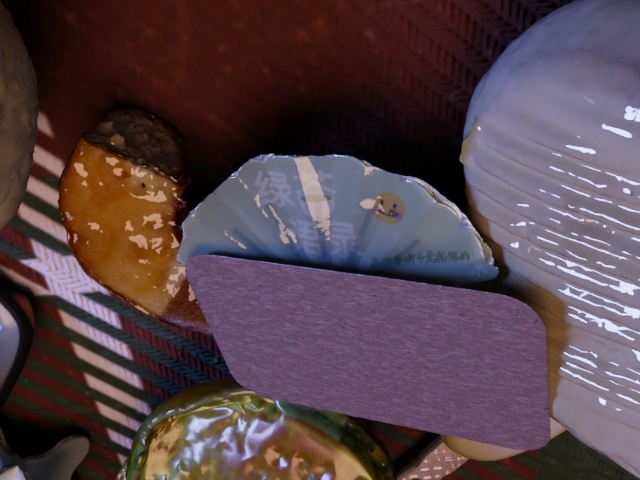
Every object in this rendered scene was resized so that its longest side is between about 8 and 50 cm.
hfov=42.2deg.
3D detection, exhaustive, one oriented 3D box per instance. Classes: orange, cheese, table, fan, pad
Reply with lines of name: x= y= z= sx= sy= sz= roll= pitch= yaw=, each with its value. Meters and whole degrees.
orange: x=-0.072 y=0.270 z=0.796 sx=0.262 sy=0.196 sz=0.334 roll=18 pitch=116 yaw=-5
cheese: x=0.148 y=0.191 z=0.826 sx=0.127 sy=0.050 sz=0.255 roll=29 pitch=122 yaw=-20
table: x=-0.321 y=0.294 z=0.857 sx=0.166 sy=0.166 sz=0.198 roll=14 pitch=119 yaw=-9
fan: x=0.000 y=0.000 z=0.572 sx=0.240 sy=0.009 sz=0.131 roll=1 pitch=119 yaw=20
pad: x=0.032 y=0.083 z=0.608 sx=0.266 sy=0.002 sz=0.176 roll=7 pitch=137 yaw=24

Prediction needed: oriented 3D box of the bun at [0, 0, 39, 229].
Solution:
bun: x=-0.341 y=-0.115 z=0.497 sx=0.349 sy=0.227 sz=0.352 roll=-3 pitch=129 yaw=3

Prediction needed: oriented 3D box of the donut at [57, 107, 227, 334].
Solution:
donut: x=-0.103 y=-0.012 z=0.659 sx=0.217 sy=0.085 sz=0.141 roll=31 pitch=122 yaw=-19

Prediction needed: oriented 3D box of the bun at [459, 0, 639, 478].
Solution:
bun: x=0.252 y=-0.003 z=0.538 sx=0.361 sy=0.213 sz=0.361 roll=32 pitch=140 yaw=32

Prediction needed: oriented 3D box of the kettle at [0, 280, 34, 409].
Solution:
kettle: x=-0.393 y=0.089 z=0.706 sx=0.255 sy=0.165 sz=0.240 roll=35 pitch=92 yaw=-23
